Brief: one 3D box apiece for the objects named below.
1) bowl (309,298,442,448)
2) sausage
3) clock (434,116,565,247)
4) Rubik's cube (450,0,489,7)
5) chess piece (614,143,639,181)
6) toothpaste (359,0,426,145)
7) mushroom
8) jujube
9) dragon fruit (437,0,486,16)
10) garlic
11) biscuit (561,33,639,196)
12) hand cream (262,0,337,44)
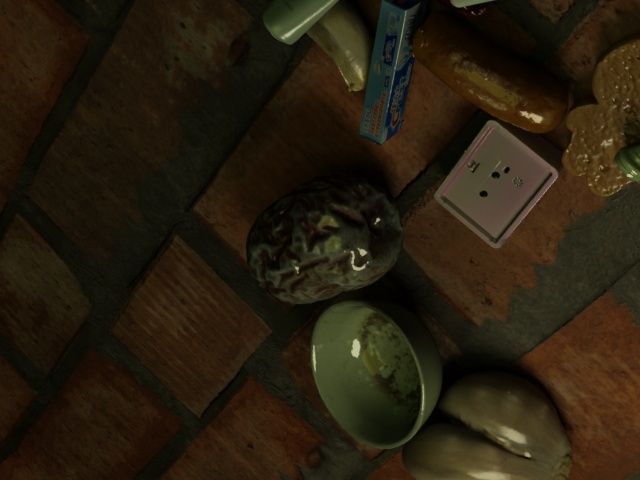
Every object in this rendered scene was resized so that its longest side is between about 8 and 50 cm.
[{"bbox_3d":[0.128,0.232,2.086,0.289,0.146,0.289,17,115,40],"label":"bowl"},{"bbox_3d":[0.269,-0.263,1.754,0.270,0.109,0.109,34,130,10],"label":"sausage"},{"bbox_3d":[0.300,-0.104,1.848,0.150,0.063,0.197,40,131,8],"label":"clock"},{"bbox_3d":[0.326,-0.482,1.334,0.322,0.316,0.319,-4,106,38],"label":"Rubik's cube"},{"bbox_3d":[0.509,-0.153,1.638,0.059,0.059,0.149,46,124,3],"label":"chess piece"},{"bbox_3d":[0.120,-0.287,1.842,0.053,0.066,0.272,30,136,21],"label":"toothpaste"},{"bbox_3d":[-0.020,-0.406,1.877,0.351,0.095,0.123,51,151,0],"label":"mushroom"},{"bbox_3d":[0.000,0.000,2.022,0.317,0.226,0.226,-20,104,45],"label":"jujube"},{"bbox_3d":[0.196,-0.436,1.727,0.127,0.120,0.161,34,177,-41],"label":"dragon fruit"},{"bbox_3d":[0.291,0.366,2.082,0.246,0.231,0.340,18,162,-31],"label":"garlic"},{"bbox_3d":[0.486,-0.190,1.686,0.202,0.044,0.289,36,131,8],"label":"biscuit"},{"bbox_3d":[0.030,-0.444,1.765,0.320,0.067,0.109,-44,68,15],"label":"hand cream"}]
